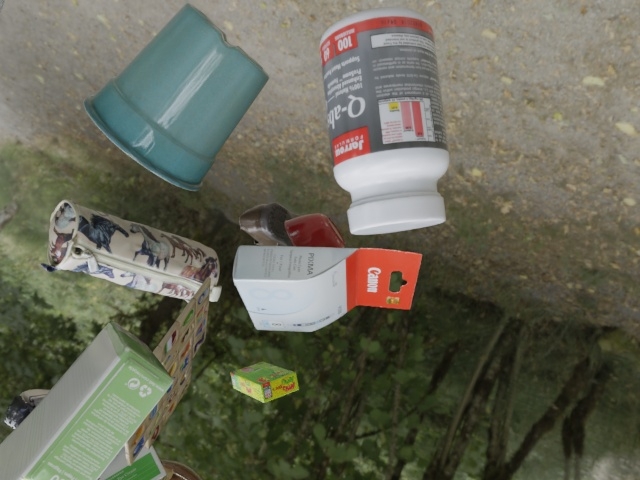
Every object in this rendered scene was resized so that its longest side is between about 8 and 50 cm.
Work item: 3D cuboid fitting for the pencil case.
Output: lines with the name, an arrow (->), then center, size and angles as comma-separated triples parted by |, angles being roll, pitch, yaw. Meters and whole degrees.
pencil case -> -0.431, 0.045, 1.324 | 0.410, 0.160, 0.183 | 23, -158, -40

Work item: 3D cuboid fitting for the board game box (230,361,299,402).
board game box -> -0.136, 0.334, 1.325 | 0.092, 0.043, 0.181 | -13, -176, -30

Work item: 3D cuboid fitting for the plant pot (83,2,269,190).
plant pot -> -0.320, -0.354, 1.342 | 0.341, 0.334, 0.341 | 42, -170, -9

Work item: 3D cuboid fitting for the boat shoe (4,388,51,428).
boat shoe -> -0.595, 0.445, 1.387 | 0.158, 0.127, 0.340 | 30, -173, 23

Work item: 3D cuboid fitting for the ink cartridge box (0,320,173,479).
ink cartridge box -> -0.239, 0.185, 0.485 | 0.056, 0.235, 0.171 | 43, 163, -19

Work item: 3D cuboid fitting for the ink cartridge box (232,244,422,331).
ink cartridge box -> 0.021, 0.123, 1.249 | 0.384, 0.091, 0.308 | 3, 151, 5

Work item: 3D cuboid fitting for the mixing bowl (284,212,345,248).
mixing bowl -> 0.000, 0.000, 1.401 | 0.181, 0.098, 0.181 | 56, -172, -12

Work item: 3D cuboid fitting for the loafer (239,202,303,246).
loafer -> -0.131, -0.031, 1.677 | 0.130, 0.134, 0.366 | 5, 163, 20

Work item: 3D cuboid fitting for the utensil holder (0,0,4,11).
utensil holder -> -0.615, -0.324, 0.586 | 0.327, 0.385, 0.328 | 13, 128, 18

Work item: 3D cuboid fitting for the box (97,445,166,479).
box -> -0.315, 0.362, 0.880 | 0.087, 0.101, 0.102 | 60, 147, 8

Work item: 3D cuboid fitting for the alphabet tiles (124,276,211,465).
alphabet tiles -> -0.206, 0.188, 0.754 | 0.009, 0.198, 0.237 | 24, 138, 6

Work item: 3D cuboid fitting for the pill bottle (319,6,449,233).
pill bottle -> 0.118, -0.202, 1.000 | 0.210, 0.363, 0.210 | -6, 175, -1

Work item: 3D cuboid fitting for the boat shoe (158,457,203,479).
boat shoe -> -0.472, 0.657, 1.530 | 0.323, 0.123, 0.120 | 22, 171, 8
